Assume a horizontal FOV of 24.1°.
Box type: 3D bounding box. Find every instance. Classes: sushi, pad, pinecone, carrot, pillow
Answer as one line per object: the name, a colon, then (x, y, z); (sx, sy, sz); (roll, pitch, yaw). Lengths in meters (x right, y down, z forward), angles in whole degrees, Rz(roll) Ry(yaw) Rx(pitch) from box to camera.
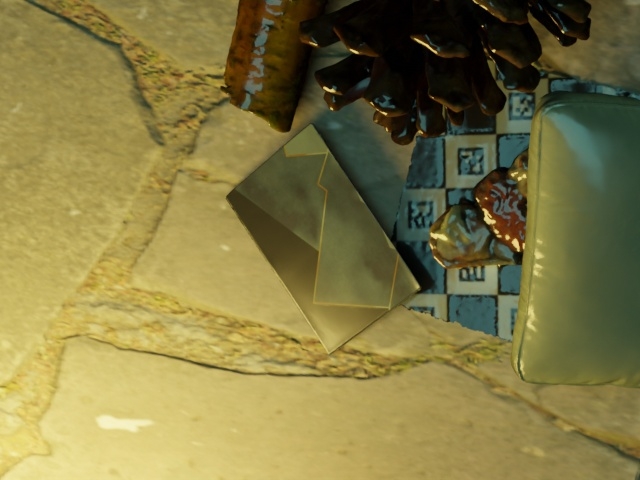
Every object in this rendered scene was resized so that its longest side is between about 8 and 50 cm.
sushi: (0.243, -0.034, 1.707); (0.339, 0.069, 0.320); (17, 99, 20)
pad: (0.000, 0.000, 1.822); (0.164, 0.004, 0.243); (-39, 78, 29)
pinecone: (0.115, -0.278, 1.606); (0.384, 0.384, 0.384); (1, 93, 21)
carrot: (-0.045, -0.286, 1.786); (0.114, 0.114, 0.301); (20, 101, 19)
pillow: (0.338, 0.005, 1.602); (0.255, 0.120, 0.322); (3, 106, -4)
